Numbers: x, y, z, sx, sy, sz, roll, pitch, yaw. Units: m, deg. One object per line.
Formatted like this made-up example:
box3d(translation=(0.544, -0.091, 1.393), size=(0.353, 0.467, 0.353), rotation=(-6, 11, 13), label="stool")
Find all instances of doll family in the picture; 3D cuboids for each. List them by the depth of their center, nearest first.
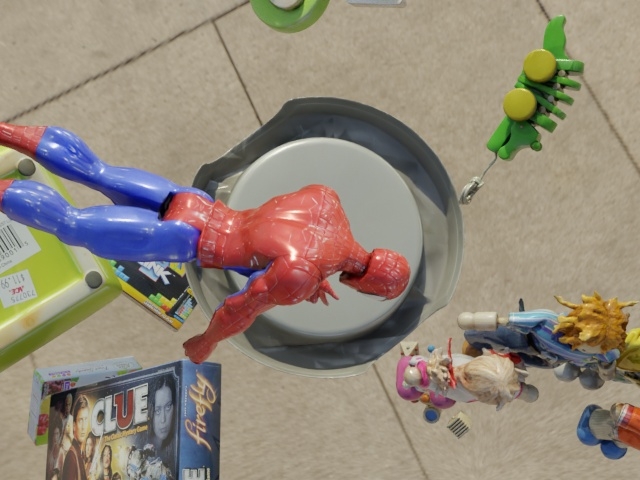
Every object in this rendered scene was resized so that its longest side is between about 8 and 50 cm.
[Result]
box3d(translation=(0.186, 0.083, 0.660), size=(0.262, 0.163, 0.118), rotation=(16, 75, -14), label="doll family")

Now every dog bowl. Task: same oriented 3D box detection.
box3d(translation=(0.000, 0.000, 1.150), size=(0.348, 0.102, 0.349), rotation=(1, 80, -7), label="dog bowl")

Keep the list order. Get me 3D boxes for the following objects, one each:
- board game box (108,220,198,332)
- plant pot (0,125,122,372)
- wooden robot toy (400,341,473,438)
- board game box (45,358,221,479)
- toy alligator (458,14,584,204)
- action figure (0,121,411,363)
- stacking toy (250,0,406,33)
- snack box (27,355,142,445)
box3d(translation=(-0.252, 0.038, 1.432), size=(0.170, 0.048, 0.141), rotation=(36, 74, -6), label="board game box")
box3d(translation=(-0.347, 0.024, 0.907), size=(0.228, 0.207, 0.227), rotation=(-34, 101, -31), label="plant pot")
box3d(translation=(0.164, 0.238, 1.400), size=(0.076, 0.079, 0.173), rotation=(-28, 96, 23), label="wooden robot toy")
box3d(translation=(-0.176, 0.206, 0.820), size=(0.243, 0.042, 0.165), rotation=(-21, 64, 45), label="board game box")
box3d(translation=(0.189, -0.106, 0.818), size=(0.051, 0.056, 0.190), rotation=(29, 99, 20), label="toy alligator")
box3d(translation=(-0.088, 0.012, 0.545), size=(0.280, 0.139, 0.091), rotation=(12, 49, 7), label="action figure")
box3d(translation=(-0.017, -0.448, 1.264), size=(0.308, 0.130, 0.280), rotation=(-3, 87, 28), label="stacking toy")
box3d(translation=(-0.318, 0.215, 1.234), size=(0.037, 0.141, 0.100), rotation=(35, 120, 46), label="snack box")
